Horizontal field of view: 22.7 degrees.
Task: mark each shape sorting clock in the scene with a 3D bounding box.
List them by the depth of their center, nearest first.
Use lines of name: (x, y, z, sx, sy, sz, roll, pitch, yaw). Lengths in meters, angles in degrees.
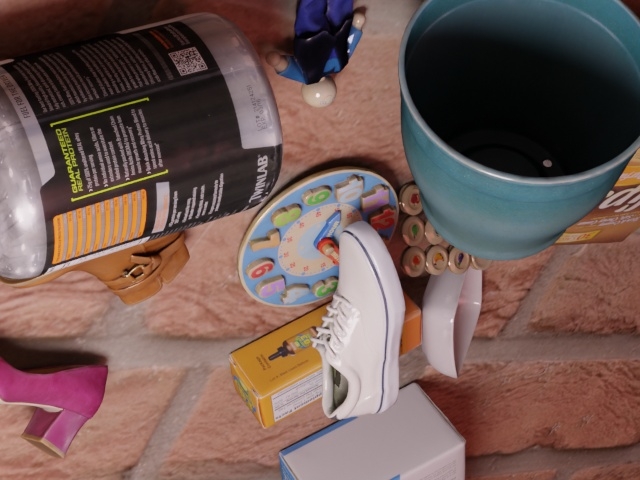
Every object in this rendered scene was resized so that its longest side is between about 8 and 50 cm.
shape sorting clock: (0.000, 0.000, 1.823, 0.206, 0.040, 0.206, -23, 140, -21)

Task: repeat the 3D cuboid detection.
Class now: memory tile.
memory tile: (0.152, -0.014, 1.912, 0.148, 0.012, 0.113, -4, 96, -39)

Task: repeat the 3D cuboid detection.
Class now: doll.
doll: (-0.001, -0.207, 1.604, 0.129, 0.046, 0.189, -32, 150, -26)

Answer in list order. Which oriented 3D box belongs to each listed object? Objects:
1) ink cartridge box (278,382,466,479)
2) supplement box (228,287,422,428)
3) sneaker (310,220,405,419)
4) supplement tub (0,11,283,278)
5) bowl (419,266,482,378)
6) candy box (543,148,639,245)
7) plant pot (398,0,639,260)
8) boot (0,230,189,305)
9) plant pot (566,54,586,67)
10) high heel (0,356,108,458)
ink cartridge box: (0.076, 0.373, 2.198, 0.223, 0.129, 0.307, -26, 141, -18)
supplement box: (0.008, 0.133, 1.938, 0.233, 0.078, 0.080, -25, 144, -18)
sneaker: (0.038, 0.102, 1.821, 0.091, 0.094, 0.258, -21, 123, -26)
supplement tub: (-0.210, -0.082, 1.432, 0.316, 0.193, 0.193, -18, 138, -27)
bowl: (0.162, 0.085, 2.000, 0.142, 0.053, 0.142, 83, 23, -49)
candy box: (0.391, -0.112, 1.928, 0.183, 0.087, 0.316, -2, 148, -39)
plant pot: (0.207, -0.112, 1.721, 0.272, 0.271, 0.255, -27, 155, -17)
boot: (-0.224, 0.023, 1.631, 0.197, 0.073, 0.152, -29, 146, -10)
plant pot: (0.308, -0.233, 1.820, 0.083, 0.081, 0.081, -54, 142, -1)
high heel: (-0.315, 0.128, 1.679, 0.244, 0.082, 0.117, 46, 61, -40)
